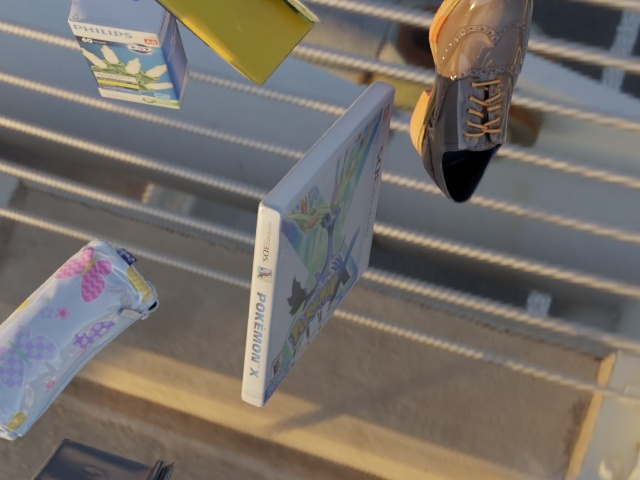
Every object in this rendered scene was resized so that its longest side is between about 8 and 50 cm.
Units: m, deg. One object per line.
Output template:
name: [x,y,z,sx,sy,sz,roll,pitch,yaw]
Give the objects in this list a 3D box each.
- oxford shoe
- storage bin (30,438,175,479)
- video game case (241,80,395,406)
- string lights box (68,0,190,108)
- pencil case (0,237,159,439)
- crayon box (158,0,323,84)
oxford shoe: [0.205,-0.190,1.637,0.130,0.363,0.132,-8,56,-11]
storage bin: [-0.171,0.205,0.962,0.091,0.135,0.098,22,99,-1]
video game case: [0.000,0.000,1.627,0.036,0.300,0.329,20,39,17]
string lights box: [-0.280,-0.291,1.956,0.133,0.259,0.076,9,73,5]
pencil case: [-0.334,0.124,1.663,0.124,0.113,0.273,45,76,2]
crayon box: [-0.118,-0.250,1.260,0.203,0.323,0.083,41,92,-13]
